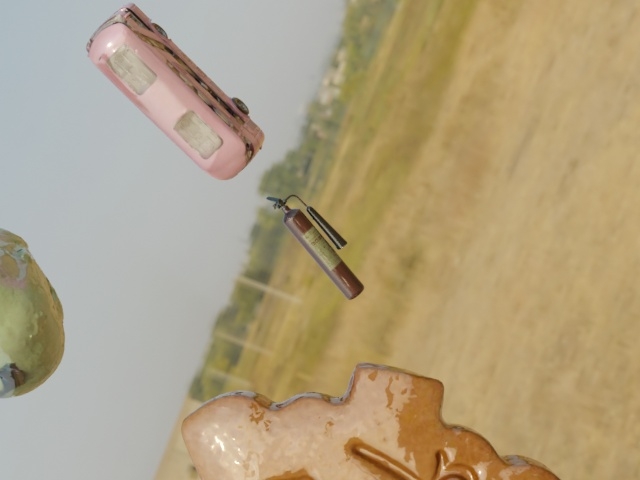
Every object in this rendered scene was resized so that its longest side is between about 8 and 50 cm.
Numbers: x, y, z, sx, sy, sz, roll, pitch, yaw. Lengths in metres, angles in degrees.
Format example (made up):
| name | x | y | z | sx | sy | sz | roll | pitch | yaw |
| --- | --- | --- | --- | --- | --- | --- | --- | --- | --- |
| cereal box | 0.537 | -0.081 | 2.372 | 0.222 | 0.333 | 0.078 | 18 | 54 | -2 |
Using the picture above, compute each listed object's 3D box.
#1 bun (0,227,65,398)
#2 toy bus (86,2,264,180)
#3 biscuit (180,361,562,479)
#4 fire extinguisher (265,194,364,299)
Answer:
| name | x | y | z | sx | sy | sz | roll | pitch | yaw |
| --- | --- | --- | --- | --- | --- | --- | --- | --- | --- |
| bun | -0.464 | 0.073 | 1.991 | 0.187 | 0.293 | 0.293 | -62 | -2 | -35 |
| toy bus | -0.144 | -0.149 | 1.491 | 0.063 | 0.203 | 0.090 | -43 | 9 | 19 |
| biscuit | 0.028 | 0.238 | 1.026 | 0.043 | 0.284 | 0.306 | -45 | -35 | -82 |
| fire extinguisher | 0.000 | 0.000 | 1.931 | 0.049 | 0.173 | 0.035 | -38 | 10 | 13 |
